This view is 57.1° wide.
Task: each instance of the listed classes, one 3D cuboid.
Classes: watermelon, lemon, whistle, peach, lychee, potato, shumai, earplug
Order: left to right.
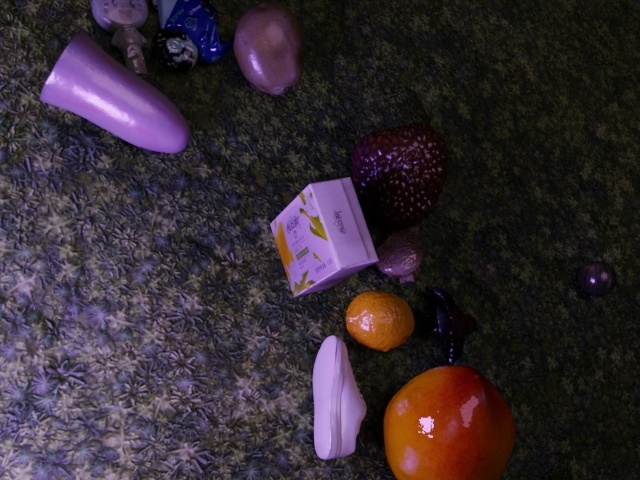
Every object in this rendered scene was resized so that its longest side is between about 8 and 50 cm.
[{"bbox_3d":[-0.457,-0.497,1.378,0.126,0.067,0.257,-14,83,-30],"label":"whistle"},{"bbox_3d":[-0.419,-0.294,1.277,0.301,0.172,0.172,31,61,-21],"label":"earplug"},{"bbox_3d":[-0.126,-0.486,1.487,0.178,0.160,0.234,-16,94,8],"label":"potato"},{"bbox_3d":[0.146,0.189,1.386,0.187,0.142,0.142,15,66,-27],"label":"lemon"},{"bbox_3d":[0.203,0.055,1.492,0.145,0.146,0.116,-61,145,-29],"label":"shumai"},{"bbox_3d":[0.203,-0.159,1.486,0.272,0.271,0.271,9,68,-24],"label":"lychee"},{"bbox_3d":[0.277,0.417,1.276,0.289,0.308,0.288,4,65,-8],"label":"peach"},{"bbox_3d":[0.833,0.128,1.778,0.105,0.105,0.132,13,90,-22],"label":"watermelon"}]

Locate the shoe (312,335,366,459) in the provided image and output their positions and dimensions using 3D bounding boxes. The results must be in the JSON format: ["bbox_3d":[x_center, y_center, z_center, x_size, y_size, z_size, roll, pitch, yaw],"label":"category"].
[{"bbox_3d":[0.049,0.350,1.314,0.110,0.095,0.264,14,72,-28],"label":"shoe"}]

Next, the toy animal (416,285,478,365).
[{"bbox_3d":[0.339,0.211,1.488,0.180,0.116,0.218,-1,66,-26],"label":"toy animal"}]

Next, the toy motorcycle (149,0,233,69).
[{"bbox_3d":[-0.313,-0.559,1.444,0.197,0.125,0.330,7,73,-26],"label":"toy motorcycle"}]

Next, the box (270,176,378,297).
[{"bbox_3d":[0.000,0.000,1.312,0.111,0.260,0.194,-13,77,-26],"label":"box"}]
